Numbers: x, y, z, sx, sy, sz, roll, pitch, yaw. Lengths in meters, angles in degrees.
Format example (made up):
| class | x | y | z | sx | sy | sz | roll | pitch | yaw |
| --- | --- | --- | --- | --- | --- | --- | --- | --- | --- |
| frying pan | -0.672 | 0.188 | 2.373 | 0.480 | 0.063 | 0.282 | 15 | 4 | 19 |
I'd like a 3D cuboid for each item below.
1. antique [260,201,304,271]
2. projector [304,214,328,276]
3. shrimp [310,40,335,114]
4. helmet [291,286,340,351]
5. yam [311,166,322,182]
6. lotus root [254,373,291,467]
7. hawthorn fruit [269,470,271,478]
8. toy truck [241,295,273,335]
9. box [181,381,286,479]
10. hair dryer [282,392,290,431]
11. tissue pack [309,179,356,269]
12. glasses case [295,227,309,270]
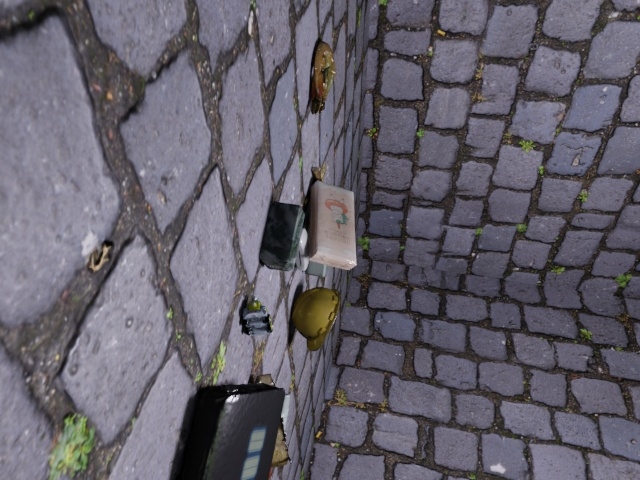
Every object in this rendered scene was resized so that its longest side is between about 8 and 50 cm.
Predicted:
| class | x | y | z | sx | sy | sz | roll | pitch | yaw |
| --- | --- | --- | --- | --- | --- | --- | --- | --- | --- |
| antique | -0.107 | -0.007 | 1.456 | 0.088 | 0.086 | 0.182 | 64 | 35 | -73 |
| projector | 0.000 | 0.000 | 2.088 | 0.192 | 0.099 | 0.256 | -54 | 151 | -73 |
| shrimp | 0.002 | -0.544 | 1.739 | 0.145 | 0.061 | 0.267 | 43 | 58 | -68 |
| helmet | -0.039 | 0.277 | 1.977 | 0.205 | 0.140 | 0.256 | -16 | -133 | 65 |
| yam | -0.012 | -0.243 | 1.999 | 0.145 | 0.032 | 0.032 | 70 | 30 | -69 |
| lotus root | -0.153 | 0.533 | 1.533 | 0.170 | 0.075 | 0.260 | 121 | -42 | -69 |
| hawthorn fruit | -0.189 | 0.609 | 1.400 | 0.128 | 0.128 | 0.128 | 8 | 90 | -81 |
| toy truck | -0.165 | 0.196 | 1.353 | 0.111 | 0.076 | 0.076 | 85 | -1 | -48 |
| box | -0.198 | 0.506 | 1.188 | 0.359 | 0.091 | 0.350 | 33 | 66 | -66 |
| hair dryer | -0.158 | 0.651 | 1.888 | 0.183 | 0.044 | 0.154 | 22 | 74 | -78 |
| tissue pack | 0.045 | -0.059 | 1.905 | 0.071 | 0.170 | 0.325 | -44 | -144 | 46 |
| glasses case | -0.067 | 0.034 | 1.851 | 0.197 | 0.050 | 0.076 | 86 | 13 | -52 |
